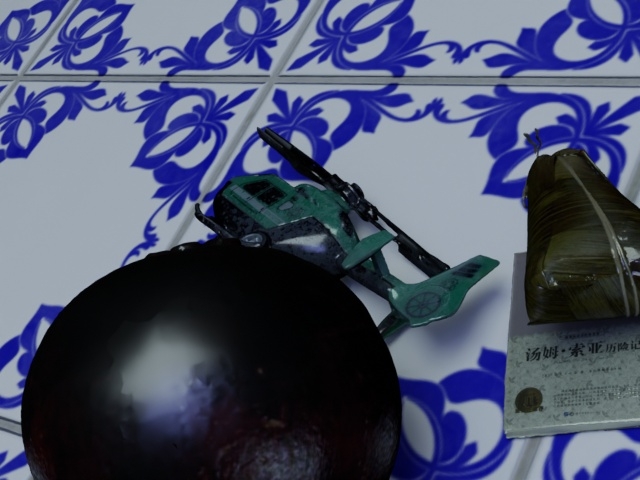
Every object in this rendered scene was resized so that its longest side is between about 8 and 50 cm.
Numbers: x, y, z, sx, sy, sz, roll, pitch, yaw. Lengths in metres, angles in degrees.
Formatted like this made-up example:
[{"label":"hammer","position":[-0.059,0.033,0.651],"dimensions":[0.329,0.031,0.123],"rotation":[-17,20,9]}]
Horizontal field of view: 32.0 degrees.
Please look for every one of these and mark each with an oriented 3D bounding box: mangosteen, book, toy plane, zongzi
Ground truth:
[{"label":"mangosteen","position":[-0.082,0.152,0.851],"dimensions":[0.297,0.297,0.313],"rotation":[-16,50,22]},{"label":"book","position":[0.215,0.075,0.916],"dimensions":[0.127,0.014,0.182],"rotation":[-9,49,27]},{"label":"toy plane","position":[0.000,0.000,1.073],"dimensions":[0.155,0.106,0.381],"rotation":[-36,35,-16]},{"label":"zongzi","position":[0.258,-0.012,0.908],"dimensions":[0.184,0.084,0.187],"rotation":[-2,44,11]}]
